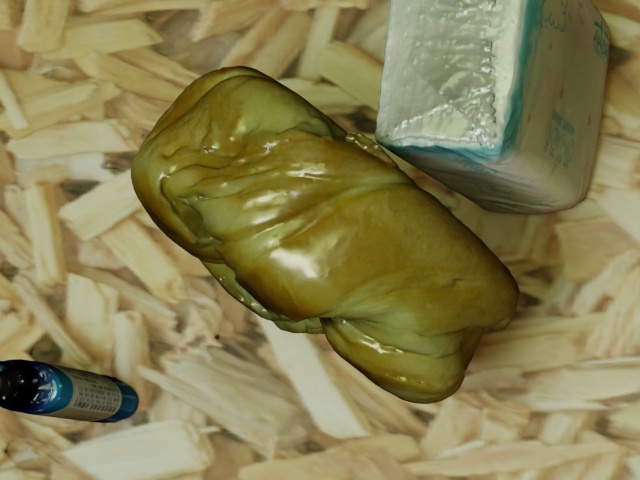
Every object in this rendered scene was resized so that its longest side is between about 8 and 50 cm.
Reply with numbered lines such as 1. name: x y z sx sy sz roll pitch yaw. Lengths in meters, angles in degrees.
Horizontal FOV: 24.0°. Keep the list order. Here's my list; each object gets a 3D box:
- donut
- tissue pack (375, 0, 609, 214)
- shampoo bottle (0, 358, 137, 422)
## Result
1. donut: 0.000 0.000 1.270 0.360 0.360 0.170 37 87 24
2. tissue pack: 0.150 -0.140 1.255 0.124 0.271 0.201 9 85 24
3. shampoo bottle: -0.253 0.143 1.428 0.087 0.183 0.050 7 82 24
